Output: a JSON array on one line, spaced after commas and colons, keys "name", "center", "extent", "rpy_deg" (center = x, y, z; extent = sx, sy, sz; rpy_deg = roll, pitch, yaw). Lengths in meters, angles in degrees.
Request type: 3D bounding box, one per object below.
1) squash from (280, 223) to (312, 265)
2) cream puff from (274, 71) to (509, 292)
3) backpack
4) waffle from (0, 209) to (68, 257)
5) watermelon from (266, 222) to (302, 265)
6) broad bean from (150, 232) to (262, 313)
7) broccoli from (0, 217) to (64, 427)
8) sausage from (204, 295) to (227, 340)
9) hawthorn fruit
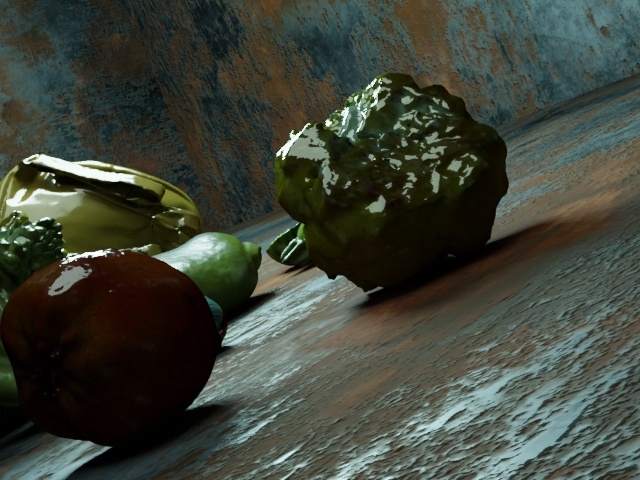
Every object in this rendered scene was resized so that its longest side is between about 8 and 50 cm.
[{"name": "squash", "center": [-0.005, -0.001, 1.882], "extent": [0.132, 0.105, 0.105], "rpy_deg": [-41, 5, 0]}, {"name": "cream puff", "center": [0.080, -0.054, 1.340], "extent": [0.281, 0.185, 0.282], "rpy_deg": [-4, 48, 4]}, {"name": "backpack", "center": [-0.386, 0.028, 1.983], "extent": [0.377, 0.354, 0.201], "rpy_deg": [9, -30, 1]}, {"name": "waffle", "center": [-0.466, 0.107, 1.609], "extent": [0.283, 0.310, 0.065], "rpy_deg": [11, -2, -33]}, {"name": "watermelon", "center": [-0.037, 0.007, 1.956], "extent": [0.105, 0.062, 0.105], "rpy_deg": [-34, -7, -5]}, {"name": "broad bean", "center": [-0.205, 0.074, 1.716], "extent": [0.238, 0.119, 0.291], "rpy_deg": [-8, 16, 37]}, {"name": "broccoli", "center": [-0.433, 0.124, 1.425], "extent": [0.317, 0.277, 0.338], "rpy_deg": [-4, 13, -3]}, {"name": "sausage", "center": [-0.191, 0.083, 1.462], "extent": [0.083, 0.083, 0.264], "rpy_deg": [-26, 27, -27]}, {"name": "hawthorn fruit", "center": [-0.177, 0.088, 1.069], "extent": [0.202, 0.185, 0.185], "rpy_deg": [-22, 3, -44]}]
